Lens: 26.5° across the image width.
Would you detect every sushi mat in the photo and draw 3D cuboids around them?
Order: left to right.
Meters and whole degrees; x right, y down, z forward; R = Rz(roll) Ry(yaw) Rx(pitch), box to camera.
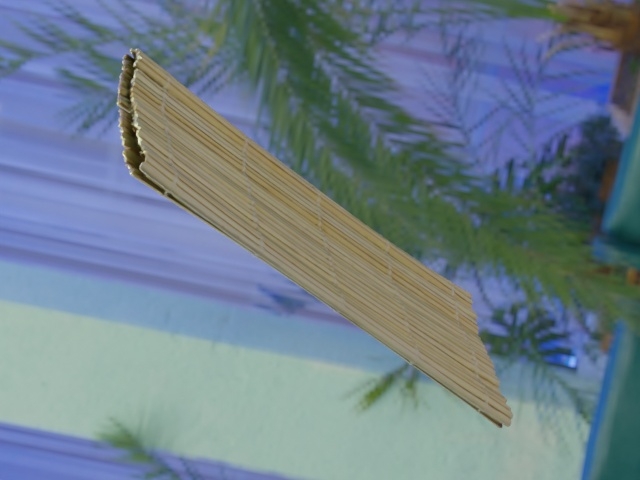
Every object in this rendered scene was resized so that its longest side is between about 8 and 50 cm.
[{"bbox_3d":[0.000,0.000,0.856,0.019,0.316,0.151,-43,31,19],"label":"sushi mat"}]
